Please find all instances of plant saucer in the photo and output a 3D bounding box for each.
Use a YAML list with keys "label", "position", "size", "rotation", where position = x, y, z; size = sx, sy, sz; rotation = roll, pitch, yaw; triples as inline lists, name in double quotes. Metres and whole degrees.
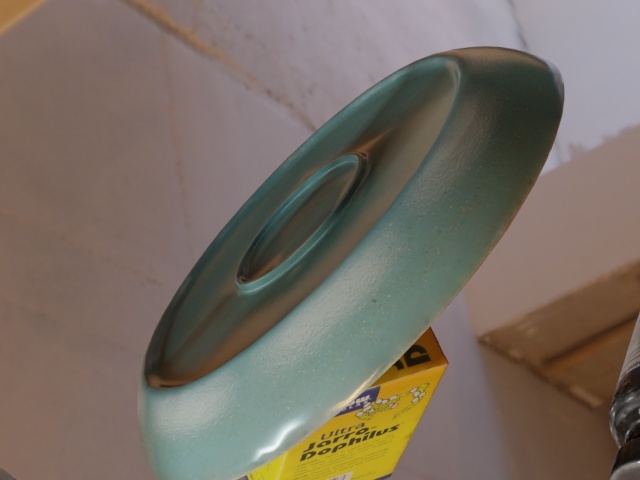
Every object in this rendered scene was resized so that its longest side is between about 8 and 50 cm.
- label: "plant saucer"
  position: [0.000, 0.000, 0.720]
  size: [0.043, 0.317, 0.318]
  rotation: [43, -149, -15]

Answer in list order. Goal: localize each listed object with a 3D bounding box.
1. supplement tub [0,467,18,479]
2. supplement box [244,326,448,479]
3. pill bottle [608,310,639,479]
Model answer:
- label: "supplement tub"
  position: [-0.292, 0.295, 0.745]
  size: [0.235, 0.235, 0.325]
  rotation: [50, -146, -23]
- label: "supplement box"
  position: [0.000, 0.178, 1.618]
  size: [0.195, 0.356, 0.194]
  rotation: [-15, -117, -18]
- label: "pill bottle"
  position: [0.292, 0.112, 0.985]
  size: [0.123, 0.122, 0.219]
  rotation: [49, -133, -24]
